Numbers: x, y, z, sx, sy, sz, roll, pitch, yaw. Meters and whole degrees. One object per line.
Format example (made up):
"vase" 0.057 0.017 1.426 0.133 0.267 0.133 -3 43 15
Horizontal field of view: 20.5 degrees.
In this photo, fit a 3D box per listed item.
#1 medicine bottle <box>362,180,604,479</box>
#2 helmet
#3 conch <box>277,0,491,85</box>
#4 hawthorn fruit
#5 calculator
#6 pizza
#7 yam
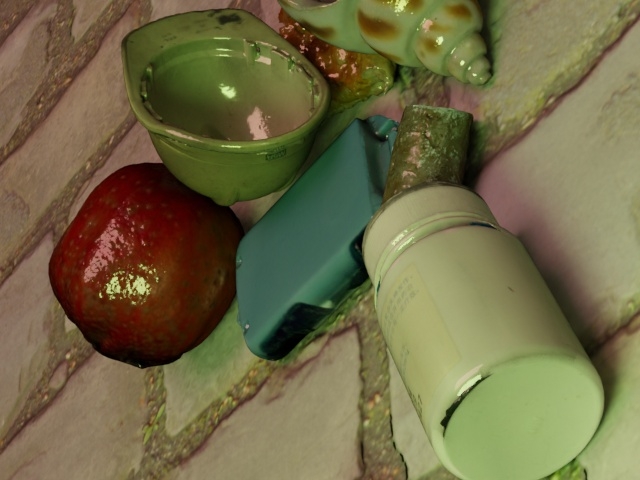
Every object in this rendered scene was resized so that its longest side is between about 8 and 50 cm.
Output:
"medicine bottle" 0.123 0.069 1.446 0.143 0.143 0.258 -53 33 22
"helmet" -0.100 -0.119 1.853 0.257 0.204 0.137 -125 28 -45
"conch" 0.072 -0.248 1.742 0.183 0.149 0.275 -45 41 4
"hawthorn fruit" -0.176 0.014 1.925 0.250 0.215 0.215 -56 29 -7
"calculator" 0.000 0.000 1.786 0.293 0.051 0.173 -45 37 33
"pizza" 0.000 -0.202 1.922 0.197 0.058 0.292 -58 31 16
"yam" 0.096 -0.047 1.641 0.078 0.078 0.179 -12 59 55
